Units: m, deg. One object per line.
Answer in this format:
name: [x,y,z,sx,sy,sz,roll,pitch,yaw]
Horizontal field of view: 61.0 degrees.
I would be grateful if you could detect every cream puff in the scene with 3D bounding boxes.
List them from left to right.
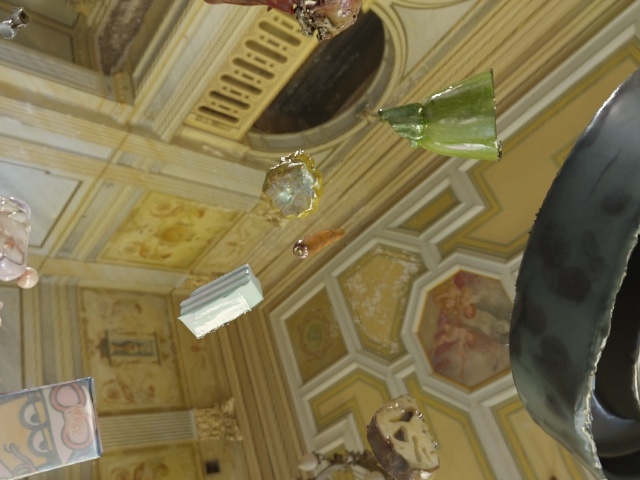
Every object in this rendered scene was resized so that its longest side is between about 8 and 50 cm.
cream puff: [-0.057,-0.130,1.223,0.146,0.146,0.116,-47,-165,30]

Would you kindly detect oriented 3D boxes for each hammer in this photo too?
hammer: [-0.733,-0.414,1.136,0.290,0.037,0.137,-17,-142,13]

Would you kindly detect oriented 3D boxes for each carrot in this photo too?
carrot: [0.000,0.000,1.489,0.059,0.248,0.059,9,-72,29]

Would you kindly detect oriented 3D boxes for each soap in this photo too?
soap: [-0.290,0.178,1.584,0.230,0.091,0.145,-28,-154,1]

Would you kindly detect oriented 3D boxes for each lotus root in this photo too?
lotus root: [0.202,0.495,1.367,0.261,0.170,0.074,-112,-143,-52]

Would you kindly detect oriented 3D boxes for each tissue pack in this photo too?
tissue pack: [-0.390,0.261,0.751,0.065,0.155,0.115,148,-67,-67]

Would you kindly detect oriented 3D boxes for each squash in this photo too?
squash: [0.135,-0.133,0.623,0.132,0.105,0.105,-6,-104,16]

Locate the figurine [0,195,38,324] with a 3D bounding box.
figurine: [-0.557,0.037,0.878,0.133,0.200,0.276,-16,-130,12]

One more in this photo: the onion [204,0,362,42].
onion: [-0.076,-0.325,0.488,0.281,0.281,0.221,5,-121,48]

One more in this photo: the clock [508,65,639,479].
clock: [0.267,0.019,0.374,0.067,0.325,0.325,34,-73,54]
